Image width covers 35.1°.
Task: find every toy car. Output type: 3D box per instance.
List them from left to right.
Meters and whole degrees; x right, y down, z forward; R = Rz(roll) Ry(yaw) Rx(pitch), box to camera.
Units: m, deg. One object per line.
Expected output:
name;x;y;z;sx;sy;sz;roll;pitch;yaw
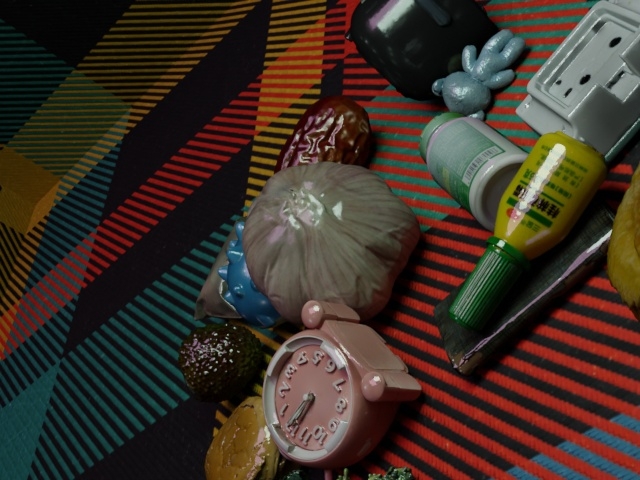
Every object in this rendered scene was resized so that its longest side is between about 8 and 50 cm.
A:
toy car;-0.098;0.043;1.981;0.188;0.190;0.255;-26;38;46

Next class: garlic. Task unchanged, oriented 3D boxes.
garlic;0.000;0.000;1.754;0.317;0.259;0.317;-5;61;9

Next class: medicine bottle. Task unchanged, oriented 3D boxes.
medicine bottle;0.255;-0.120;1.638;0.133;0.133;0.274;-51;28;10
medicine bottle;0.285;-0.007;1.433;0.111;0.076;0.309;36;97;31

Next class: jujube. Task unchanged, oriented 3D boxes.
jujube;0.008;-0.175;2.066;0.250;0.174;0.174;-62;27;-4

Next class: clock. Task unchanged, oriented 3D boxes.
clock;0.018;0.252;1.606;0.227;0.142;0.241;47;111;37
clock;0.424;-0.256;1.533;0.262;0.116;0.231;-49;27;12

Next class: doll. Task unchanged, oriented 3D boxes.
doll;0.296;-0.300;1.840;0.180;0.075;0.120;-47;67;-1

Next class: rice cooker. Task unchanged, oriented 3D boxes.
rice cooker;0.187;-0.408;1.933;0.224;0.267;0.267;-44;29;17

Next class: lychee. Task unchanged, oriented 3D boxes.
lychee;-0.192;0.232;1.975;0.171;0.171;0.171;-39;31;30

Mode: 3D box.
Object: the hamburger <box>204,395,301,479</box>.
hamburger;-0.110;0.371;1.740;0.214;0.108;0.213;-42;33;35

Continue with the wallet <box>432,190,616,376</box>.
wallet;0.296;0.051;1.480;0.317;0.044;0.169;-46;28;19

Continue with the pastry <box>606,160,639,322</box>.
pastry;0.479;-0.019;1.140;0.356;0.164;0.356;-46;26;30

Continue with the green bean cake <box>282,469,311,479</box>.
green bean cake;-0.074;0.449;1.586;0.208;0.107;0.193;-54;24;3

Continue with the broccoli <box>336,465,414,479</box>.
broccoli;0.081;0.376;1.412;0.154;0.167;0.160;4;28;25

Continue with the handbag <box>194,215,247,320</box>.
handbag;-0.166;0.059;2.163;0.182;0.117;0.270;4;63;51
